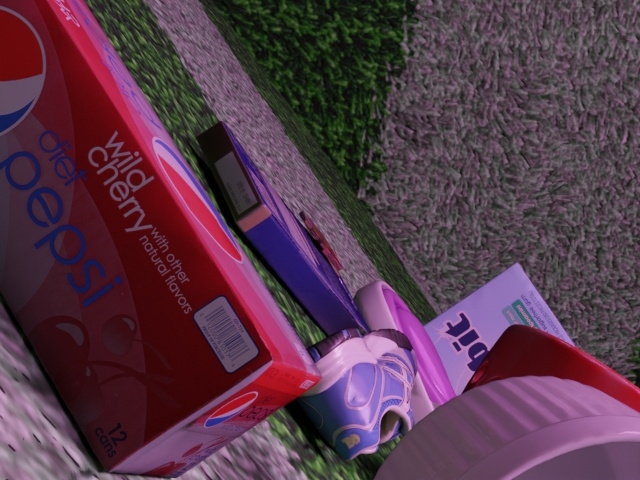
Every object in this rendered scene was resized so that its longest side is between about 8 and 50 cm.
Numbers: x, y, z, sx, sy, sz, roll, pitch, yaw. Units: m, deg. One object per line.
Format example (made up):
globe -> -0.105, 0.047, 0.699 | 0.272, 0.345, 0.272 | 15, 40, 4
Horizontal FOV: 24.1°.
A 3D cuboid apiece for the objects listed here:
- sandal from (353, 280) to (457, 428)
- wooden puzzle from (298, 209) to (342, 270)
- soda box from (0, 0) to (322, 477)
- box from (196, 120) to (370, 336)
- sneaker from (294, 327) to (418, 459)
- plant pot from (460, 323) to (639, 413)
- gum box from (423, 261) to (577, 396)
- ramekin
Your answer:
sandal -> 0.167, 0.207, 1.461 | 0.416, 0.102, 0.169 | 58, 13, 9
wooden puzzle -> 0.000, 0.000, 1.453 | 0.083, 0.006, 0.049 | 51, 7, -48
soda box -> -0.108, -0.030, 0.644 | 0.263, 0.083, 0.092 | 57, 6, 15
box -> -0.029, 0.004, 1.380 | 0.225, 0.036, 0.136 | 51, 7, -41
sneaker -> 0.028, 0.113, 1.077 | 0.081, 0.080, 0.211 | 63, 16, 10
plant pot -> 0.169, 0.183, 1.117 | 0.191, 0.174, 0.191 | 37, -11, 9
gum box -> 0.176, 0.138, 1.574 | 0.157, 0.184, 0.041 | 56, 6, 8
ramekin -> 0.117, 0.171, 0.803 | 0.207, 0.207, 0.109 | 52, -3, -28
